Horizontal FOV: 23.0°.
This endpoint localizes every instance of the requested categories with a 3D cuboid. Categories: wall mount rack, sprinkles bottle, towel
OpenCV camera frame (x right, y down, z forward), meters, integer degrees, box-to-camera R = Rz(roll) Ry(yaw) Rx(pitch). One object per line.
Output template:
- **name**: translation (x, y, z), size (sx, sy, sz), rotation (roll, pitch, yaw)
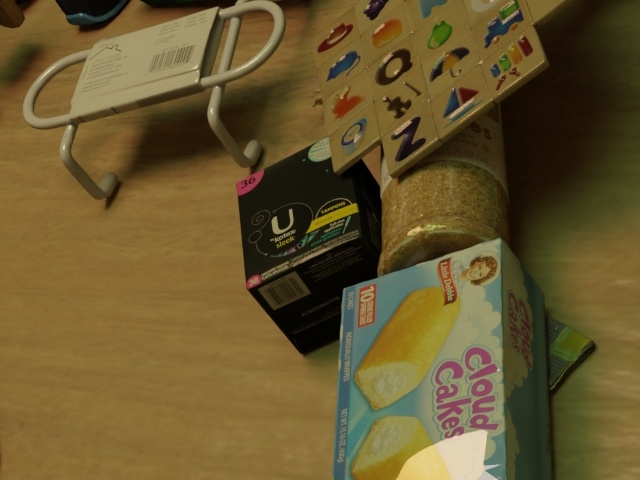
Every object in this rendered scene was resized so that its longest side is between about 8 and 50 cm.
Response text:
- **wall mount rack**: translation (-0.155, -0.199, 1.789), size (0.350, 0.130, 0.304), rotation (-11, 47, 28)
- **sprinkles bottle**: translation (0.114, -0.090, 1.463), size (0.121, 0.121, 0.355), rotation (-20, 41, 20)
- **towel**: translation (0.184, 0.090, 1.310), size (0.060, 0.009, 0.083), rotation (-44, 38, -9)

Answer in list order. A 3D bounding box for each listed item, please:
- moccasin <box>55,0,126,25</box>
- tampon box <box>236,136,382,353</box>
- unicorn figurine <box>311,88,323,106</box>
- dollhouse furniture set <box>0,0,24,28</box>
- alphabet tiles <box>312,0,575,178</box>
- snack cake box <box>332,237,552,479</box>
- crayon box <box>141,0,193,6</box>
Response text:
- **moccasin**: translation (-0.264, -0.440, 2.123), size (0.137, 0.117, 0.342), rotation (-9, 45, 31)
- **tampon box**: translation (0.000, 0.000, 1.470), size (0.120, 0.101, 0.161), rotation (-26, 39, 13)
- **unicorn figurine**: translation (0.064, -0.198, 1.674), size (0.111, 0.060, 0.162), rotation (16, 77, 45)
- **dollhouse furniture set**: translation (-0.623, -0.195, 2.094), size (0.394, 0.256, 0.362), rotation (19, 70, 26)
- **alphabet tiles**: translation (0.110, -0.208, 1.464), size (0.285, 0.011, 0.342), rotation (-36, 34, 22)
- **snack cake box**: translation (0.098, 0.139, 1.250), size (0.152, 0.089, 0.264), rotation (-21, 42, 24)
- **crayon box**: translation (-0.119, -0.400, 1.914), size (0.318, 0.081, 0.202), rotation (4, 73, 52)
